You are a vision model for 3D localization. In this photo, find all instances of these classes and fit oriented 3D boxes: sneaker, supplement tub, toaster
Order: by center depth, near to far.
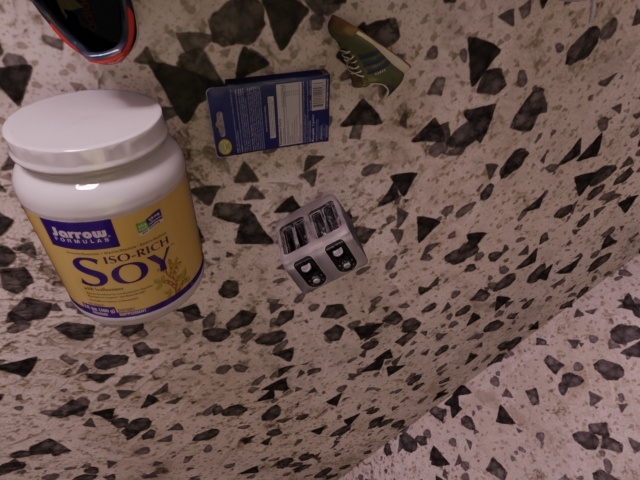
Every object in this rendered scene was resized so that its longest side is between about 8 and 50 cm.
[{"bbox_3d":[-0.314,-0.374,0.468,0.131,0.148,0.350,-23,133,-4],"label":"sneaker"},{"bbox_3d":[-0.332,-0.048,0.684,0.241,0.241,0.331,-12,133,-16],"label":"supplement tub"},{"bbox_3d":[0.079,-0.322,0.758,0.192,0.064,0.086,14,117,-37],"label":"sneaker"},{"bbox_3d":[0.000,0.000,0.940,0.168,0.186,0.110,-26,133,9],"label":"toaster"}]

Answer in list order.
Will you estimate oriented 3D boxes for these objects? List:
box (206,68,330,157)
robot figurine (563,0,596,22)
[{"bbox_3d":[-0.093,-0.237,0.774,0.225,0.036,0.136,-13,133,-16],"label":"box"},{"bbox_3d":[0.372,-0.503,0.578,0.199,0.300,0.354,-25,96,-2],"label":"robot figurine"}]
